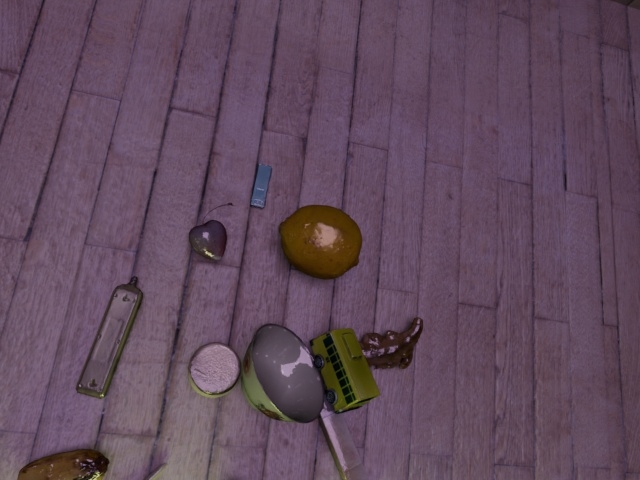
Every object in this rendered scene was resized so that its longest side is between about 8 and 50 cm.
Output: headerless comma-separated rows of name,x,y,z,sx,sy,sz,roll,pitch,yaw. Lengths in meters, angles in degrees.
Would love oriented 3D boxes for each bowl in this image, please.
bowl,-0.151,0.452,1.534,0.157,0.337,0.337,-36,87,21

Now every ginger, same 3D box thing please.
ginger,0.234,0.401,1.721,0.333,0.080,0.166,-17,97,-18

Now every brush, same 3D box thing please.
brush,-0.589,0.784,1.436,0.299,0.042,0.039,-41,88,-23

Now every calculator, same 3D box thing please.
calculator,-0.220,-0.202,1.777,0.057,0.018,0.172,12,74,-13

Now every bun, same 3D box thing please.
bun,-0.343,0.420,1.541,0.172,0.120,0.173,6,68,-17

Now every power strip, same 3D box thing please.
power strip,-0.661,0.299,1.520,0.092,0.066,0.388,18,75,-8

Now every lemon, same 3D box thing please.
lemon,0.000,0.000,1.658,0.310,0.258,0.258,22,72,-12

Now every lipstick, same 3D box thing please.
lipstick,0.072,0.695,1.604,0.076,0.080,0.371,-20,83,-19

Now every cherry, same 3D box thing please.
cherry,-0.356,-0.016,1.649,0.188,0.115,0.148,-25,65,-24

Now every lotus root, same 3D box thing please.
lotus root,-0.747,0.673,1.388,0.258,0.097,0.110,-5,71,-8

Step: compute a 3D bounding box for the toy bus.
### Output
toy bus,0.080,0.424,1.595,0.128,0.150,0.262,5,53,-45
